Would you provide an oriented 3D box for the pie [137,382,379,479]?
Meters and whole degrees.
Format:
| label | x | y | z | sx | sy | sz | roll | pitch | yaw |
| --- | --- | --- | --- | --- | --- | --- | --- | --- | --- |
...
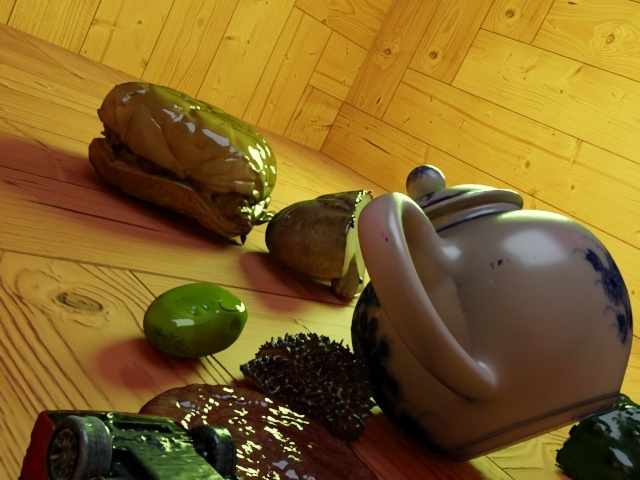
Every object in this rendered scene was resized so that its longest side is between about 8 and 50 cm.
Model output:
| label | x | y | z | sx | sy | sz | roll | pitch | yaw |
| --- | --- | --- | --- | --- | --- | --- | --- | --- | --- |
| pie | -0.034 | 0.145 | 0.441 | 0.182 | 0.050 | 0.182 | 26 | 9 | -4 |

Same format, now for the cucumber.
| label | x | y | z | sx | sy | sz | roll | pitch | yaw |
| --- | --- | --- | --- | --- | --- | --- | --- | --- | --- |
| cucumber | 0.412 | 0.278 | 0.757 | 0.325 | 0.105 | 0.145 | 36 | 13 | 29 |

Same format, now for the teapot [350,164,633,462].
| label | x | y | z | sx | sy | sz | roll | pitch | yaw |
| --- | --- | --- | --- | --- | --- | --- | --- | --- | --- |
| teapot | 0.143 | 0.050 | 0.680 | 0.424 | 0.252 | 0.280 | 18 | 48 | -60 |

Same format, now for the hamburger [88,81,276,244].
| label | x | y | z | sx | sy | sz | roll | pitch | yaw |
| --- | --- | --- | --- | --- | --- | --- | --- | --- | --- |
| hamburger | -0.185 | -0.121 | 1.075 | 0.318 | 0.158 | 0.318 | 28 | 11 | -6 |

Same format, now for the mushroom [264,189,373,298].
| label | x | y | z | sx | sy | sz | roll | pitch | yaw |
| --- | --- | --- | --- | --- | --- | --- | --- | --- | --- |
| mushroom | 0.000 | 0.000 | 1.070 | 0.151 | 0.156 | 0.285 | 3 | 2 | 13 |

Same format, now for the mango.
| label | x | y | z | sx | sy | sz | roll | pitch | yaw |
| --- | --- | --- | --- | --- | --- | --- | --- | --- | --- |
| mango | -0.108 | 0.068 | 0.612 | 0.073 | 0.056 | 0.108 | 24 | 12 | 14 |

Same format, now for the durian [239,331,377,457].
| label | x | y | z | sx | sy | sz | roll | pitch | yaw |
| --- | --- | --- | --- | --- | --- | --- | --- | --- | --- |
| durian | 0.001 | 0.119 | 0.606 | 0.110 | 0.071 | 0.140 | 14 | 21 | -48 |

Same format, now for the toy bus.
| label | x | y | z | sx | sy | sz | roll | pitch | yaw |
| --- | --- | --- | --- | --- | --- | --- | --- | --- | --- |
| toy bus | -0.049 | 0.137 | 0.271 | 0.081 | 0.089 | 0.195 | 18 | 5 | -45 |
